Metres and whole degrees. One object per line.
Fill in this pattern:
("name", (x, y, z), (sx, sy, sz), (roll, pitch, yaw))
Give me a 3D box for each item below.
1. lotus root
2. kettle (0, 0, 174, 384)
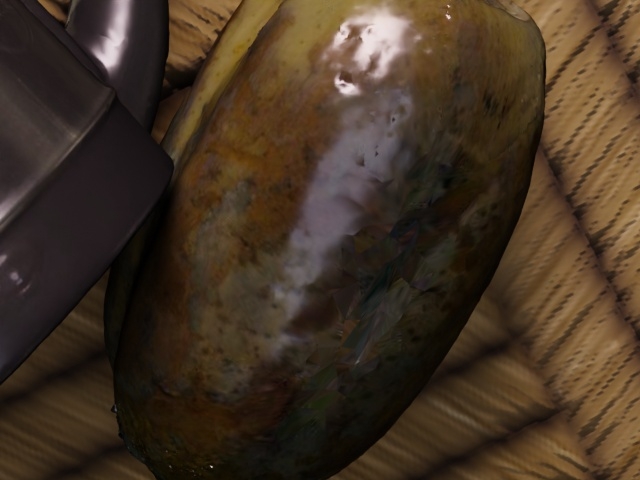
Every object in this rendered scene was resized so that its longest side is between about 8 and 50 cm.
("lotus root", (0.000, 0.000, 0.770), (0.160, 0.152, 0.275), (16, 113, -31))
("kettle", (-0.221, -0.098, 0.689), (0.324, 0.228, 0.321), (46, 75, -12))
